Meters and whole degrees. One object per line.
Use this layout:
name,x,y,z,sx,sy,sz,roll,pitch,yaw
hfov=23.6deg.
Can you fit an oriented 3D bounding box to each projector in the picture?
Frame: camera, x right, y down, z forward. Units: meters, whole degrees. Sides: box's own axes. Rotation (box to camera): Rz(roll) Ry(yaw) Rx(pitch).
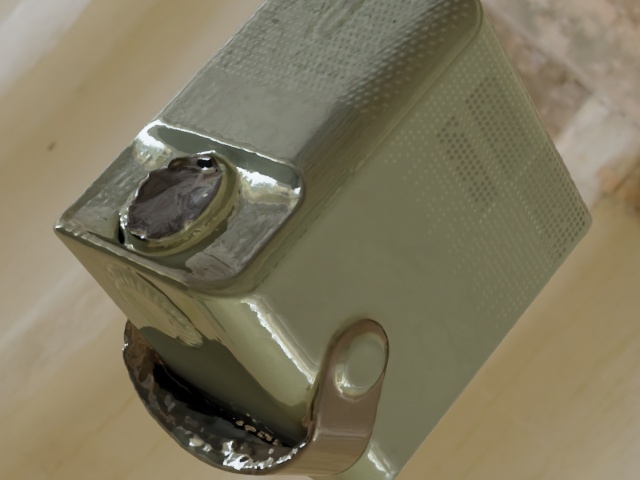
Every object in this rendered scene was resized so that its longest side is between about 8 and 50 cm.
projector,0.000,0.000,0.772,0.163,0.242,0.177,22,156,48
